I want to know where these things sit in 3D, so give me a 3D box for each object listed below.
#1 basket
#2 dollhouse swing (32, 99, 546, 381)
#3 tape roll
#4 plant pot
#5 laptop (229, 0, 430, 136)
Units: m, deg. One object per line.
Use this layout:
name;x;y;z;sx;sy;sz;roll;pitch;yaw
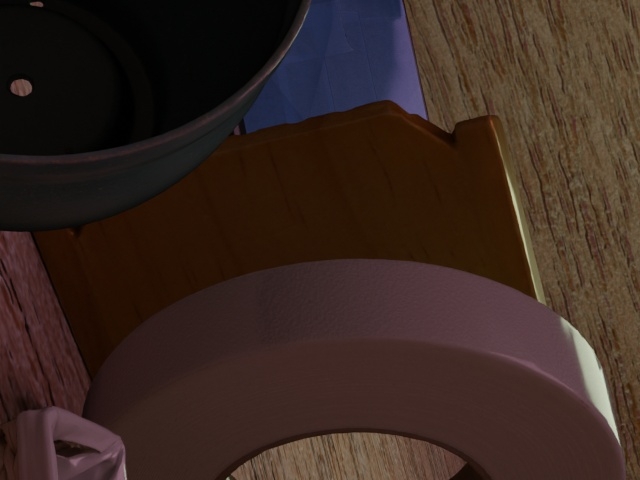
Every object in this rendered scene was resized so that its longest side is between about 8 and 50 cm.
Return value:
basket;-0.166;0.187;0.789;0.113;0.103;0.167;50;30;-69
dollhouse swing;0.000;0.000;1.209;0.305;0.347;0.315;-80;156;-62
tape roll;0.019;0.166;1.028;0.392;0.392;0.072;67;14;-45
plant pot;-0.163;-0.122;0.789;0.196;0.293;0.293;115;-29;-60
laptop;-0.019;-0.135;1.581;0.408;0.236;0.382;8;70;-79
